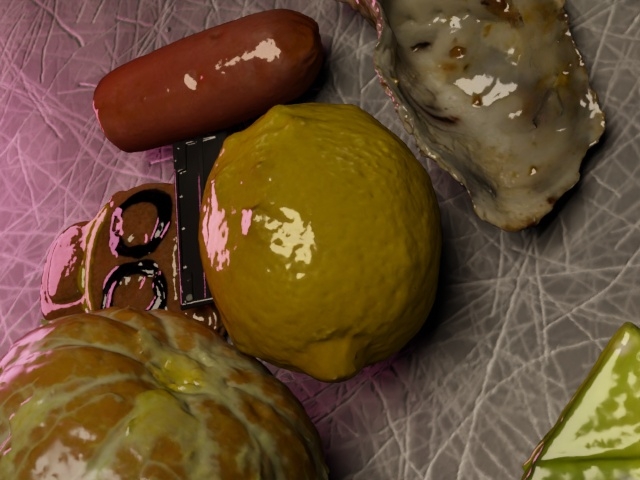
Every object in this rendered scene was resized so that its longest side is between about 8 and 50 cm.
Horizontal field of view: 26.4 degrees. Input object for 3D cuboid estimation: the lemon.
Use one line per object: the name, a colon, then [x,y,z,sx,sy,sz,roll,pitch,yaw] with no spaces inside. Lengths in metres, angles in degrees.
lemon: [0.000,0.000,1.264,0.233,0.233,0.288,-19,55,20]

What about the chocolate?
chocolate: [0.209,0.234,1.024,0.137,0.301,0.288,34,88,21]

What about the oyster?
oyster: [0.152,-0.180,1.353,0.204,0.111,0.396,-26,57,-4]

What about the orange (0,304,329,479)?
orange: [-0.159,0.206,1.215,0.329,0.329,0.249,37,112,34]

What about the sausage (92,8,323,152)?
sausage: [-0.115,-0.173,1.470,0.259,0.113,0.113,-16,63,22]

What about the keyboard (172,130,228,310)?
keyboard: [-0.122,-0.023,1.427,0.067,0.011,0.202,-12,60,11]

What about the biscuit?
biscuit: [-0.181,0.032,1.460,0.290,0.041,0.208,-8,67,25]
